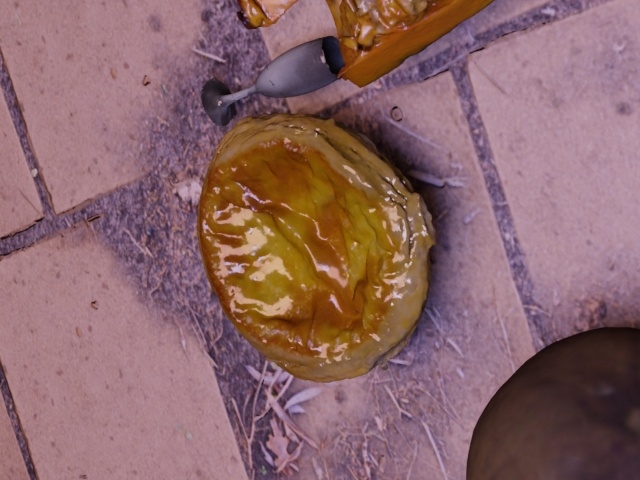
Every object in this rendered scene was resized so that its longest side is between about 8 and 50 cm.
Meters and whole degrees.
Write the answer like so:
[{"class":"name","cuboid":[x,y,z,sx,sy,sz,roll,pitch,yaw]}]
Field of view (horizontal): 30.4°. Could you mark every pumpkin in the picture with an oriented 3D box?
[{"class":"pumpkin","cuboid":[0.030,-0.319,1.173,0.225,0.303,0.256,-24,69,22]}]

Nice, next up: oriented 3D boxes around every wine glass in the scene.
[{"class":"wine glass","cuboid":[-0.054,-0.194,1.421,0.198,0.066,0.066,-16,91,38]}]

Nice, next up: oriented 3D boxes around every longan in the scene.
[{"class":"longan","cuboid":[0.294,0.236,1.101,0.319,0.319,0.319,11,108,36]}]

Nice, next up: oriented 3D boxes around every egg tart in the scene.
[{"class":"egg tart","cuboid":[-0.001,0.000,1.380,0.341,0.132,0.341,12,109,37]}]
